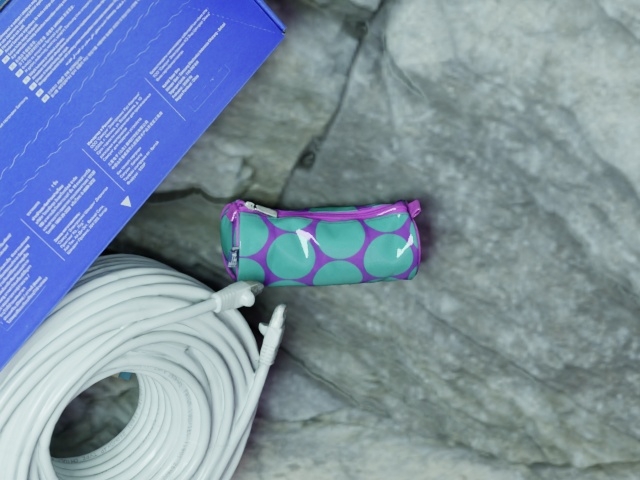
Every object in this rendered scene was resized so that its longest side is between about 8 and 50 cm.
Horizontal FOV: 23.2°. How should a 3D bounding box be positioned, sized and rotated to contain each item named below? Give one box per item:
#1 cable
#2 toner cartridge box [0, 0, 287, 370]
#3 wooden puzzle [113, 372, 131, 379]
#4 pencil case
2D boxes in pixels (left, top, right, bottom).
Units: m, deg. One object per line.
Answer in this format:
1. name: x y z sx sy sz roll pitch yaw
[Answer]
1. cable: -0.164 0.134 1.175 0.257 0.089 0.257 -1 115 -40
2. toner cartridge box: -0.193 -0.075 1.064 0.165 0.075 0.348 46 73 -24
3. wooden puzzle: -0.168 0.084 1.251 0.083 0.006 0.049 21 107 -17
4. pencil case: 0.000 0.000 1.212 0.151 0.064 0.070 -1 125 -9
